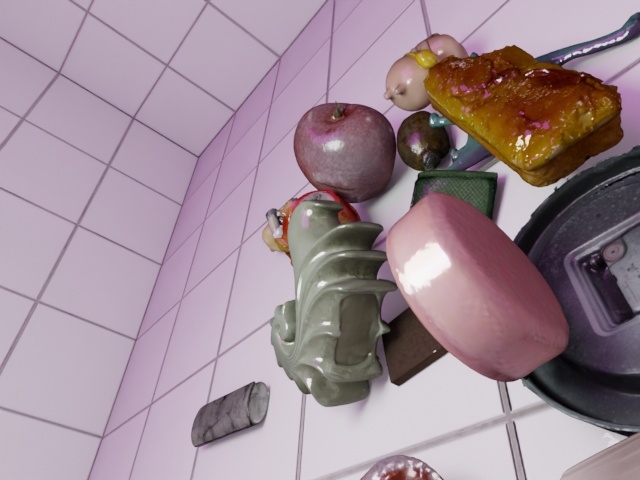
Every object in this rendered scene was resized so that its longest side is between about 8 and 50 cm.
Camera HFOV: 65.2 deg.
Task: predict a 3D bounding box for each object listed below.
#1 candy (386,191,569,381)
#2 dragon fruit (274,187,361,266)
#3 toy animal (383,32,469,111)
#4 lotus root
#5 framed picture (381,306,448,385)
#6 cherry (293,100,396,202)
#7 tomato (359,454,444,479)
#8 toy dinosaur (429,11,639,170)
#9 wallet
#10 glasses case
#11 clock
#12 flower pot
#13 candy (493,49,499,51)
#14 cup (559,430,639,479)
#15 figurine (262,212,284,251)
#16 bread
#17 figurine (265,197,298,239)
[{"bbox_3d":[0.196,0.056,0.616,0.094,0.255,0.255,-46,29,28],"label":"candy"},{"bbox_3d":[0.002,-0.004,1.218,0.224,0.227,0.224,-10,40,9],"label":"dragon fruit"},{"bbox_3d":[0.250,-0.398,1.187,0.248,0.149,0.165,-29,25,-23],"label":"toy animal"},{"bbox_3d":[0.232,-0.227,1.153,0.120,0.120,0.209,-43,26,29],"label":"lotus root"},{"bbox_3d":[0.184,0.172,0.923,0.168,0.023,0.128,-45,29,27],"label":"framed picture"},{"bbox_3d":[0.062,-0.214,1.247,0.261,0.307,0.221,14,60,30],"label":"cherry"},{"bbox_3d":[0.129,0.419,0.666,0.199,0.112,0.228,1,63,52],"label":"tomato"},{"bbox_3d":[0.382,-0.244,0.945,0.331,0.129,0.384,17,78,54],"label":"toy dinosaur"},{"bbox_3d":[0.239,-0.022,0.946,0.160,0.055,0.236,4,70,32],"label":"wallet"},{"bbox_3d":[-0.245,0.466,1.326,0.299,0.060,0.114,-36,34,39],"label":"glasses case"},{"bbox_3d":[0.398,0.051,0.615,0.386,0.076,0.386,-40,32,32],"label":"clock"},{"bbox_3d":[0.018,0.115,0.985,0.254,0.164,0.368,26,109,55],"label":"flower pot"},{"bbox_3d":[0.378,-0.380,1.153,0.123,0.035,0.035,-56,43,23],"label":"candy"},{"bbox_3d":[0.373,0.245,0.365,0.273,0.288,0.208,-44,-6,30],"label":"cup"},{"bbox_3d":[-0.134,-0.038,1.616,0.114,0.108,0.196,-31,22,1],"label":"figurine"},{"bbox_3d":[0.322,-0.244,0.851,0.185,0.109,0.380,-38,38,8],"label":"bread"},{"bbox_3d":[-0.043,-0.061,1.421,0.222,0.145,0.145,-27,37,20],"label":"figurine"}]
